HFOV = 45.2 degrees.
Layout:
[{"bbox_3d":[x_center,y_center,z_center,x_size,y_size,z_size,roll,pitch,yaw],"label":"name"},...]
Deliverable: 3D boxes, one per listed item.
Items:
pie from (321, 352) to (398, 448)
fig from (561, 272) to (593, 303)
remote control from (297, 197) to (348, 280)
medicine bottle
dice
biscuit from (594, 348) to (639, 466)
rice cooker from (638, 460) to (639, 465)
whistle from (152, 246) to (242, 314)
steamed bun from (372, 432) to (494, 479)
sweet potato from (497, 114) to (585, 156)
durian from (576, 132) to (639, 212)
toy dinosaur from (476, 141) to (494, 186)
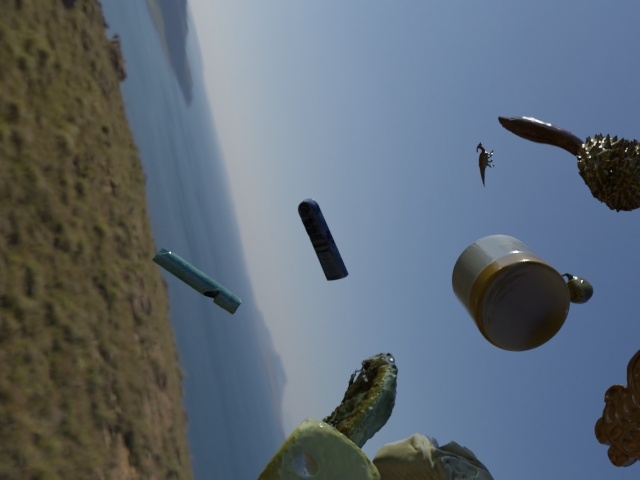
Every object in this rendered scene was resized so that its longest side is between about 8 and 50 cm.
[{"bbox_3d":[0.068,0.418,1.815,0.078,0.371,0.296,41,-14,-9],"label":"pie"},{"bbox_3d":[0.721,0.131,2.168,0.082,0.084,0.098,-39,-110,58],"label":"fig"},{"bbox_3d":[0.001,0.000,1.333,0.153,0.043,0.027,65,31,-15],"label":"remote control"},{"bbox_3d":[0.474,0.126,1.942,0.232,0.237,0.238,-108,-173,-70],"label":"medicine bottle"},{"bbox_3d":[-0.010,0.429,1.347,0.169,0.169,0.166,38,-26,13],"label":"dice"},{"bbox_3d":[0.626,0.308,1.451,0.289,0.044,0.202,-53,-146,31],"label":"biscuit"},{"bbox_3d":[0.833,0.519,1.656,0.264,0.316,0.317,100,-21,-50],"label":"rice cooker"},{"bbox_3d":[-0.235,0.076,1.474,0.186,0.039,0.039,36,-2,-6],"label":"whistle"},{"bbox_3d":[0.277,0.585,1.775,0.289,0.203,0.276,10,-76,37],"label":"steamed bun"},{"bbox_3d":[0.532,-0.248,1.807,0.264,0.057,0.057,27,-38,33],"label":"sweet potato"},{"bbox_3d":[0.654,-0.154,1.635,0.138,0.249,0.183,-18,-94,52],"label":"durian"},{"bbox_3d":[0.421,-0.194,1.952,0.026,0.041,0.113,-100,180,-85],"label":"toy dinosaur"}]
